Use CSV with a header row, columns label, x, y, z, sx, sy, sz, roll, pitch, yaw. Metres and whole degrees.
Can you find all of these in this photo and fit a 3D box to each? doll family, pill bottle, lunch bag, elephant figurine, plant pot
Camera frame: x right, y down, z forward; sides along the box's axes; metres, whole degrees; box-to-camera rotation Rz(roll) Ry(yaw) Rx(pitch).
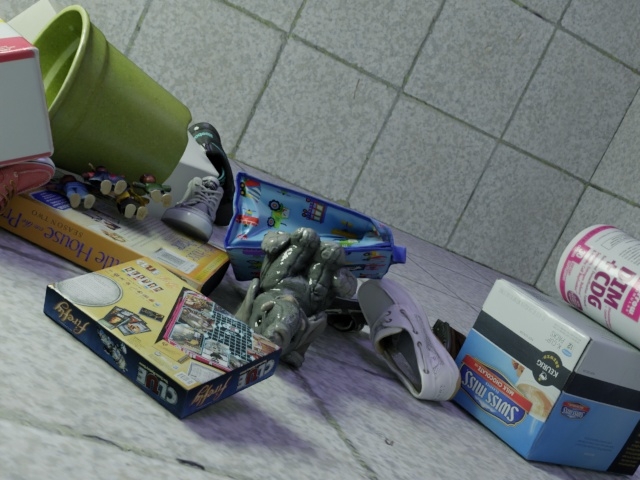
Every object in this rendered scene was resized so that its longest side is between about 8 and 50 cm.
label,x,y,z,sx,sy,sz,roll,pitch,yaw
doll family,-0.332,-0.080,1.516,0.193,0.076,0.111,17,16,-32
pill bottle,0.551,0.096,1.620,0.160,0.160,0.283,19,12,-40
lunch bag,0.000,0.000,1.614,0.293,0.138,0.221,8,-16,3
elephant figurine,-0.061,0.107,1.401,0.169,0.239,0.186,3,-42,28
plant pot,-0.366,-0.206,1.601,0.254,0.276,0.276,29,5,-36

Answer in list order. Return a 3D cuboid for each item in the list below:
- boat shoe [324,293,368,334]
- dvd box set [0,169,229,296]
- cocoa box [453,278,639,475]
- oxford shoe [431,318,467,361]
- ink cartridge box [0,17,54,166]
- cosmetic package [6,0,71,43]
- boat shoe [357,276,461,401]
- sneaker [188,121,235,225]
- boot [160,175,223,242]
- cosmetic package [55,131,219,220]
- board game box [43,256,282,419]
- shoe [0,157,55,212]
label,x,y,z,sx,sy,sz,roll,pitch,yaw
boat shoe,0.046,0.137,1.766,0.219,0.078,0.070,17,54,-38
dvd box set,-0.358,-0.021,1.535,0.420,0.062,0.307,26,8,-1
cocoa box,0.433,0.247,1.680,0.347,0.228,0.231,18,13,-41
oxford shoe,0.261,0.212,1.891,0.096,0.083,0.227,31,10,4
ink cartridge box,-0.575,-0.221,1.391,0.279,0.160,0.384,-16,28,-23
cosmetic package,-0.602,-0.341,1.893,0.129,0.296,0.153,59,9,-4
boat shoe,0.131,0.161,1.644,0.096,0.098,0.277,3,36,-40
sneaker,-0.237,-0.125,2.099,0.106,0.101,0.267,-120,-168,-49
boot,-0.228,-0.067,1.752,0.095,0.123,0.258,31,-10,-15
cosmetic package,-0.407,-0.175,1.886,0.365,0.155,0.197,20,24,-43
board game box,-0.190,0.108,1.153,0.243,0.042,0.165,31,29,28
shoe,-0.447,-0.065,1.330,0.178,0.063,0.081,-14,53,-28
